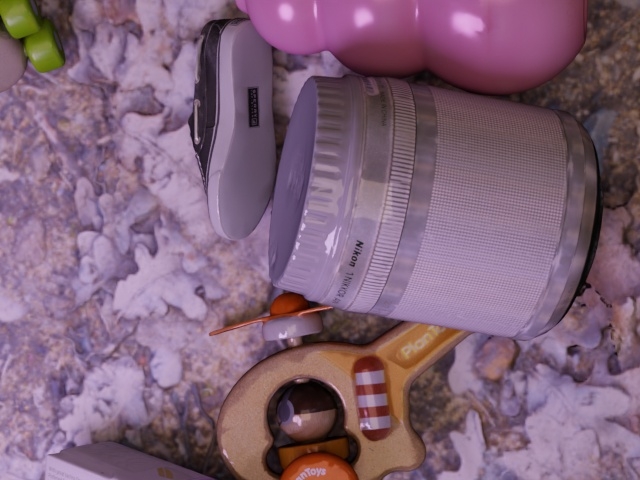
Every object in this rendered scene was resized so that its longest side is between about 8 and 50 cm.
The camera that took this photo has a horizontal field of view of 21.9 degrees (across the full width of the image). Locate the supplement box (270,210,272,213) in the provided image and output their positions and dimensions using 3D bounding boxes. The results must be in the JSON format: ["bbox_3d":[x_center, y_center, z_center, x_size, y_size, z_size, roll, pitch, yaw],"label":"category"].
[{"bbox_3d":[0.000,0.000,1.663,0.083,0.056,0.083,-10,97,5],"label":"supplement box"}]

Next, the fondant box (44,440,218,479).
[{"bbox_3d":[-0.175,0.391,1.654,0.238,0.096,0.330,13,103,40],"label":"fondant box"}]

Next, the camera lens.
[{"bbox_3d":[0.106,-0.031,1.529,0.274,0.219,0.219,10,99,-10],"label":"camera lens"}]

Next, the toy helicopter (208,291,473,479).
[{"bbox_3d":[0.047,0.119,1.664,0.355,0.140,0.235,-37,86,-3],"label":"toy helicopter"}]

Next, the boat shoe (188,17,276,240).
[{"bbox_3d":[-0.091,-0.111,1.648,0.070,0.078,0.219,7,95,43],"label":"boat shoe"}]

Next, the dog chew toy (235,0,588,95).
[{"bbox_3d":[0.083,-0.239,1.559,0.332,0.206,0.206,1,99,12],"label":"dog chew toy"}]

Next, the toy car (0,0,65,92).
[{"bbox_3d":[-0.358,-0.247,1.632,0.155,0.149,0.188,-18,69,2],"label":"toy car"}]
